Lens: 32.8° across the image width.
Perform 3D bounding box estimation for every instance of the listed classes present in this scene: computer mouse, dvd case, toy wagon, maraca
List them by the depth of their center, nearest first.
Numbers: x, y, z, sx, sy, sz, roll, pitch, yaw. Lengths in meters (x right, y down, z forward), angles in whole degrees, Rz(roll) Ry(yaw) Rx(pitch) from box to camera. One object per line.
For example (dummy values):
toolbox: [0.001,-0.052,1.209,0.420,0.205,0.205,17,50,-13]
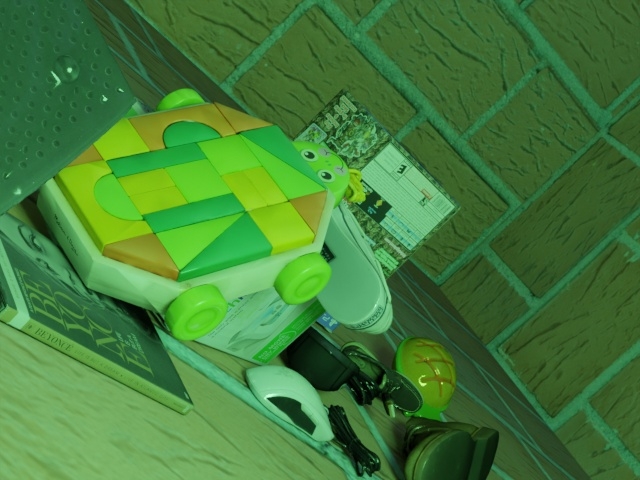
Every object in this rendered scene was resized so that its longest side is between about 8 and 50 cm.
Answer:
dvd case: [-0.209,0.054,0.938,0.221,0.018,0.164,38,11,-45]
toy wagon: [-0.095,-0.048,1.068,0.344,0.068,0.267,-16,56,-34]
computer mouse: [-0.008,0.191,1.227,0.193,0.042,0.106,40,10,-37]
computer mouse: [0.024,0.181,1.414,0.184,0.060,0.262,42,-4,-2]
maraca: [0.167,0.233,1.784,0.127,0.099,0.186,38,35,-15]

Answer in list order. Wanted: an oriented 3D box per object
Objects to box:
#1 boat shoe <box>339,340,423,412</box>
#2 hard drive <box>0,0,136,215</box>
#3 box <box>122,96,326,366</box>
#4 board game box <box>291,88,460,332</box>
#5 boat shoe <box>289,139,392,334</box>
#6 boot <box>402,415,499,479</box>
boat shoe: [0.089,0.212,1.627,0.152,0.056,0.049,36,13,-5]
hard drive: [-0.216,-0.074,0.511,0.254,0.054,0.172,-44,115,-42]
box: [-0.141,-0.006,1.232,0.262,0.127,0.231,52,7,28]
board game box: [0.026,-0.041,1.675,0.232,0.291,0.141,39,9,-45]
boat shoe: [0.000,0.000,1.223,0.258,0.095,0.084,64,10,28]
boot: [0.150,0.293,1.471,0.115,0.112,0.305,17,1,21]
